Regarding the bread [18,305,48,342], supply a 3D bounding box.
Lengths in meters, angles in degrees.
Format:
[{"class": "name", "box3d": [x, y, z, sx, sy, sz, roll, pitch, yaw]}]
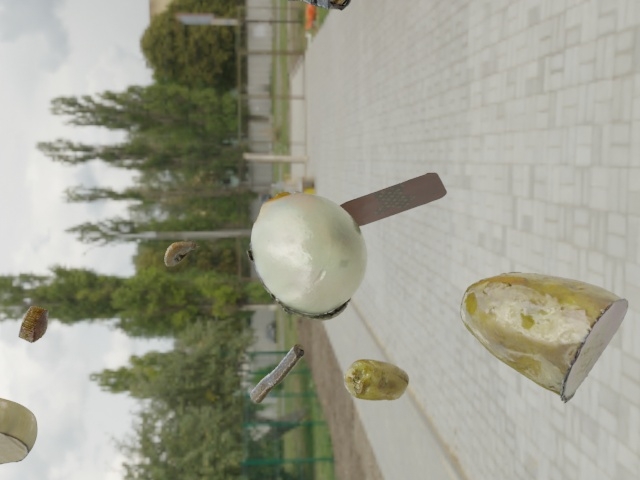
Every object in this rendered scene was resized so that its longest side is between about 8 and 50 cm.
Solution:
[{"class": "bread", "box3d": [-0.650, 0.193, 1.878, 0.085, 0.053, 0.085, -157, 90, -83]}]

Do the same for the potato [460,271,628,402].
[{"class": "potato", "box3d": [0.381, 0.143, 1.491, 0.229, 0.266, 0.229, -37, -39, -37]}]

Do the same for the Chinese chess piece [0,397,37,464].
[{"class": "Chinese chess piece", "box3d": [-0.899, 0.513, 2.221, 0.257, 0.258, 0.104, 95, 177, -54]}]

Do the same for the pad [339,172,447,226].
[{"class": "pad", "box3d": [0.185, -0.101, 2.099, 0.181, 0.267, 0.004, 43, -150, -64]}]

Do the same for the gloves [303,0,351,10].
[{"class": "gloves", "box3d": [-0.069, -0.544, 1.654, 0.142, 0.286, 0.119, -53, -5, -5]}]

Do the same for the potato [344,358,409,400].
[{"class": "potato", "box3d": [0.136, 0.344, 2.014, 0.107, 0.171, 0.080, -60, 32, 24]}]

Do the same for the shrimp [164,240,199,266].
[{"class": "shrimp", "box3d": [-0.302, 0.028, 1.772, 0.108, 0.023, 0.059, -13, -54, -63]}]

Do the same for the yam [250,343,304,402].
[{"class": "yam", "box3d": [-0.118, 0.367, 2.250, 0.045, 0.045, 0.327, -39, -8, -40]}]

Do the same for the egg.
[{"class": "egg", "box3d": [0.004, 0.003, 1.684, 0.174, 0.264, 0.286, -40, 25, 42]}]
